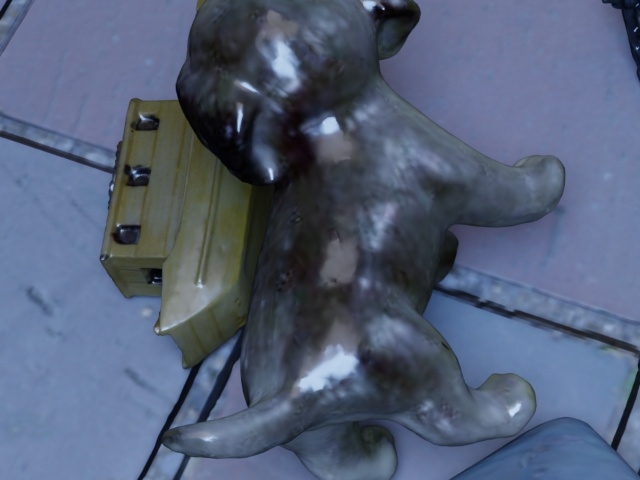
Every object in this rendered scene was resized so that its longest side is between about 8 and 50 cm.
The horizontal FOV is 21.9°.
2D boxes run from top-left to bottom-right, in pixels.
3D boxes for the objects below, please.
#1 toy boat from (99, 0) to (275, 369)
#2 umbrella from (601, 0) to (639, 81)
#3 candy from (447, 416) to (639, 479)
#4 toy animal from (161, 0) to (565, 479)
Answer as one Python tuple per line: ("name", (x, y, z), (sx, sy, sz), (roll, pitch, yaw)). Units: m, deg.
("toy boat", (-0.063, -0.035, 0.821), (0.077, 0.057, 0.200), (0, 61, 15))
("umbrella", (0.242, -0.157, 0.847), (0.224, 0.080, 0.071), (-32, 28, -14))
("candy", (0.067, 0.151, 0.681), (0.174, 0.071, 0.138), (-29, 36, -8))
("toy animal", (0.011, -0.005, 0.729), (0.121, 0.169, 0.233), (-24, 57, 47))
